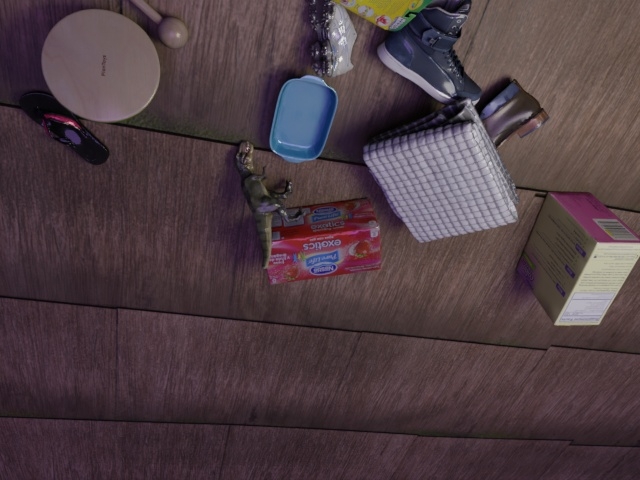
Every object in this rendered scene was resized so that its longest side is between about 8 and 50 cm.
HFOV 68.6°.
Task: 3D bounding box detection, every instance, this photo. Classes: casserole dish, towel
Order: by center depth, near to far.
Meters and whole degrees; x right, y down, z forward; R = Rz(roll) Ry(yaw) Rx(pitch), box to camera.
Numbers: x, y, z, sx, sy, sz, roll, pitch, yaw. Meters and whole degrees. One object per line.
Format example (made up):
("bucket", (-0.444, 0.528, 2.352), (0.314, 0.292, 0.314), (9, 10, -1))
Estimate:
("casserole dish", (-0.036, -0.242, 0.929), (0.114, 0.036, 0.188), (8, 131, -13))
("towel", (0.245, -0.133, 0.954), (0.235, 0.121, 0.283), (-11, 134, 37))

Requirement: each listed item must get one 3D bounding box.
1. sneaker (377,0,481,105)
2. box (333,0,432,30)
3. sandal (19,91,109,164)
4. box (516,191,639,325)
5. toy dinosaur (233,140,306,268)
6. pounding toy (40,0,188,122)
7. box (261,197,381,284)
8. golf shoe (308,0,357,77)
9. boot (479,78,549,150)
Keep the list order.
("sneaker", (0.240, -0.341, 0.841), (0.226, 0.086, 0.163), (21, 144, -20))
("box", (0.081, -0.402, 0.737), (0.179, 0.043, 0.105), (19, 165, -24))
("sandal", (-0.487, -0.211, 0.898), (0.067, 0.040, 0.179), (-34, 123, 17))
("box", (0.600, 0.041, 1.112), (0.118, 0.213, 0.242), (1, 125, -8))
("toy dinosaur", (-0.103, -0.077, 0.977), (0.118, 0.267, 0.064), (-11, 168, -26))
("pounding toy", (-0.358, -0.314, 0.822), (0.183, 0.110, 0.236), (33, 87, -14))
("box", (0.000, 0.000, 1.058), (0.257, 0.128, 0.122), (-8, 126, -2))
("golf shoe", (0.028, -0.385, 0.839), (0.086, 0.069, 0.176), (-19, 125, -34))
("boot", (0.347, -0.236, 0.985), (0.219, 0.082, 0.106), (-33, 99, 24))
